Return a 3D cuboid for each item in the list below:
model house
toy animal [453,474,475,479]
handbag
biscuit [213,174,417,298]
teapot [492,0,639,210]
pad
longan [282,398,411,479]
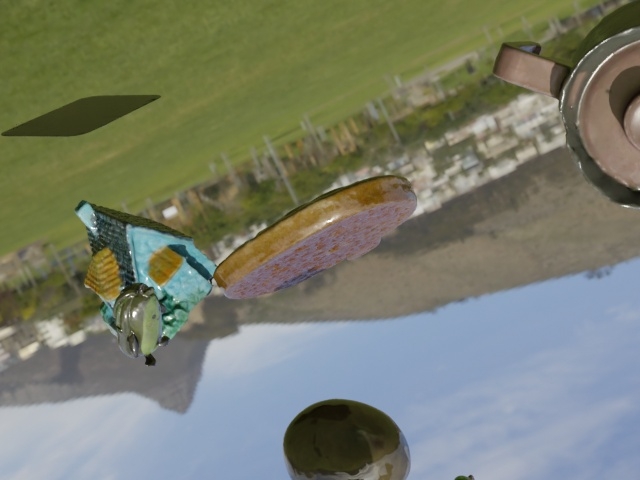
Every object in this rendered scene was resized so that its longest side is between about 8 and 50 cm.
[{"bbox_3d":[-0.370,0.042,1.889,0.226,0.241,0.261,-48,-148,-17],"label":"model house"},{"bbox_3d":[0.214,0.470,1.527,0.100,0.103,0.208,82,29,-88],"label":"toy animal"},{"bbox_3d":[-0.193,0.085,1.049,0.047,0.111,0.072,16,-132,12],"label":"handbag"},{"bbox_3d":[-0.003,-0.008,1.756,0.394,0.070,0.350,-30,166,24],"label":"biscuit"},{"bbox_3d":[0.434,-0.195,1.340,0.376,0.305,0.362,23,-162,15],"label":"teapot"},{"bbox_3d":[-0.305,-0.174,1.563,0.323,0.055,0.250,21,-151,16],"label":"pad"},{"bbox_3d":[0.045,0.366,1.672,0.220,0.196,0.196,10,-166,12],"label":"longan"}]
